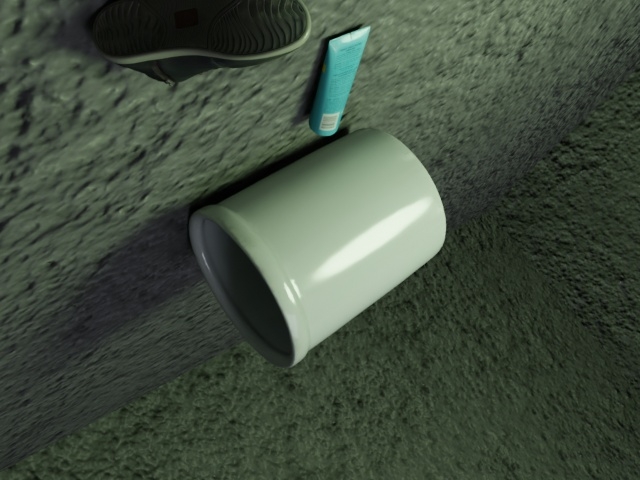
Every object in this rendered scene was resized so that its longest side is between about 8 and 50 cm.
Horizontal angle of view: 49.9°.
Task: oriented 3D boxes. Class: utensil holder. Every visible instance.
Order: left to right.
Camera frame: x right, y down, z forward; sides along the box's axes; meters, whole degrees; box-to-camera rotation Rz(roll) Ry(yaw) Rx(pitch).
[{"bbox_3d":[0.000,0.000,1.311,0.385,0.327,0.327,-32,165,-23],"label":"utensil holder"}]

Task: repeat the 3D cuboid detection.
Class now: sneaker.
[{"bbox_3d":[-0.112,-0.216,0.727,0.222,0.083,0.118,1,180,10],"label":"sneaker"}]

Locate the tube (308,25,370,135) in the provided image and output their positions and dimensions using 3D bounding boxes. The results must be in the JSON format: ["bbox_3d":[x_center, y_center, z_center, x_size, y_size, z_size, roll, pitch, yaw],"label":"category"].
[{"bbox_3d":[0.025,-0.255,1.114,0.080,0.052,0.207,-34,161,-29],"label":"tube"}]
